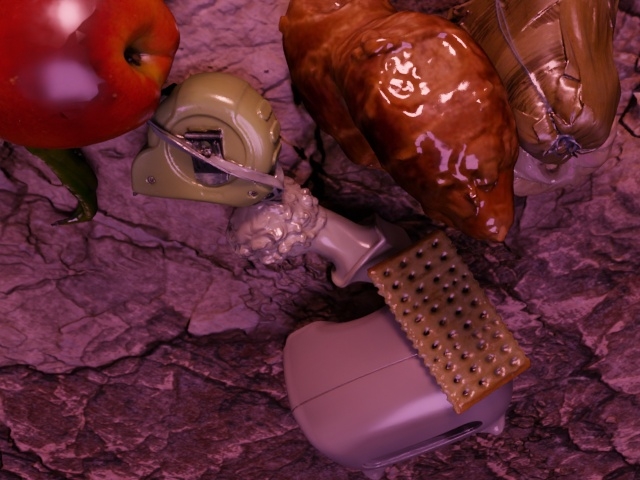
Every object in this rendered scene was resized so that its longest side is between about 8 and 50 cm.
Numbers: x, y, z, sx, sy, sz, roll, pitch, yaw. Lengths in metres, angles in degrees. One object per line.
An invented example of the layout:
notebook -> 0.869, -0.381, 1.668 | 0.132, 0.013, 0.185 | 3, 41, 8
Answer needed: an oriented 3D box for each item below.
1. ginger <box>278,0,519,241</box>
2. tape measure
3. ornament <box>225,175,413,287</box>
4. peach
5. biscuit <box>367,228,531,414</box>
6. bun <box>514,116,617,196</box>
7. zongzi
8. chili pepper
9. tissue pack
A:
ginger -> 0.094, -0.137, 0.953 | 0.152, 0.357, 0.274 | -33, 139, -18
tape measure -> -0.138, -0.121, 1.053 | 0.200, 0.106, 0.175 | 11, 124, 8
ornament -> 0.011, -0.006, 1.178 | 0.285, 0.120, 0.130 | 13, 123, -20
peach -> -0.276, -0.207, 0.890 | 0.243, 0.243, 0.199 | -6, 127, -3
biscuit -> 0.179, 0.106, 1.153 | 0.139, 0.231, 0.016 | -29, 172, -17
bun -> 0.288, -0.137, 1.096 | 0.193, 0.128, 0.178 | -26, 131, 17
zongzi -> 0.301, -0.238, 0.930 | 0.274, 0.251, 0.125 | -36, 142, 20
chili pepper -> -0.363, -0.144, 1.043 | 0.085, 0.076, 0.359 | -31, 133, -14
tissue pack -> 0.124, 0.213, 1.279 | 0.333, 0.236, 0.229 | -25, 155, 13
